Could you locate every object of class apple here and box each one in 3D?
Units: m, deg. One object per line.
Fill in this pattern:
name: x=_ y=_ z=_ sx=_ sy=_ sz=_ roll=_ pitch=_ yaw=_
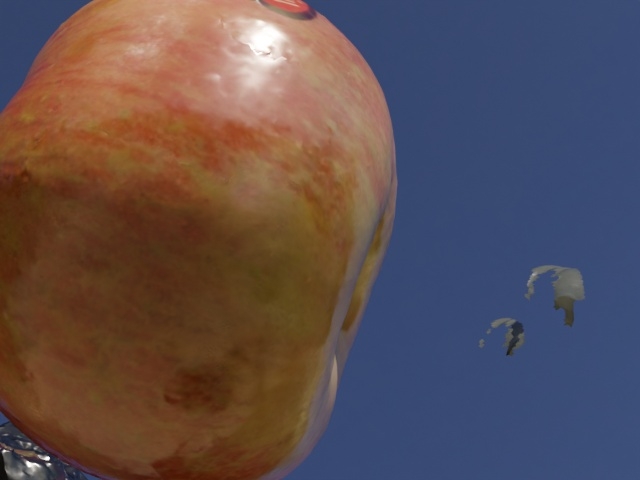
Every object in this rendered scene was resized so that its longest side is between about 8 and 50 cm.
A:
apple: x=-0.058 y=-0.005 z=0.693 sx=0.164 sy=0.209 sz=0.209 roll=16 pitch=-57 yaw=5

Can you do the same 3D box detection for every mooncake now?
mooncake: x=0.002 y=0.009 z=1.140 sx=0.346 sy=0.150 sz=0.057 roll=2 pitch=-43 yaw=12

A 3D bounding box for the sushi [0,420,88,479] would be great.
sushi: x=-0.207 y=0.183 z=1.052 sx=0.153 sy=0.172 sz=0.150 roll=-41 pitch=-25 yaw=-12
